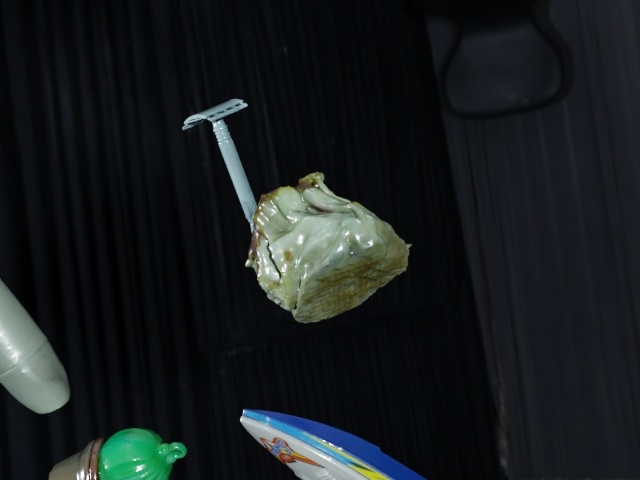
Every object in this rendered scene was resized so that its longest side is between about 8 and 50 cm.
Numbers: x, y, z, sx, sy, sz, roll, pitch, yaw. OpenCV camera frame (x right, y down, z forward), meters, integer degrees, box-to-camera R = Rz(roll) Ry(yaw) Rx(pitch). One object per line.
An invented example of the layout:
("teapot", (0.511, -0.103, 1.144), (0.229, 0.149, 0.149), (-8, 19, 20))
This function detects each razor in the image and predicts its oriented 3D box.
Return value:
("razor", (-0.144, -0.114, 1.398), (0.068, 0.232, 0.106), (-9, -164, 36))

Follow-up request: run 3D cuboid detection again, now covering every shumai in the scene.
("shumai", (0.004, 0.000, 0.941), (0.184, 0.142, 0.184), (-22, 159, -9))

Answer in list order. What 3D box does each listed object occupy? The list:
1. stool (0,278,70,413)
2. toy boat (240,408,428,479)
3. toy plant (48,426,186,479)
("stool", (-0.332, 0.071, 0.627), (0.195, 0.199, 0.195), (-28, -162, -36))
("toy boat", (0.025, 0.281, 0.992), (0.295, 0.088, 0.129), (35, 152, -15))
("toy plant", (-0.267, 0.323, 1.137), (0.200, 0.143, 0.105), (-14, -142, 12))
